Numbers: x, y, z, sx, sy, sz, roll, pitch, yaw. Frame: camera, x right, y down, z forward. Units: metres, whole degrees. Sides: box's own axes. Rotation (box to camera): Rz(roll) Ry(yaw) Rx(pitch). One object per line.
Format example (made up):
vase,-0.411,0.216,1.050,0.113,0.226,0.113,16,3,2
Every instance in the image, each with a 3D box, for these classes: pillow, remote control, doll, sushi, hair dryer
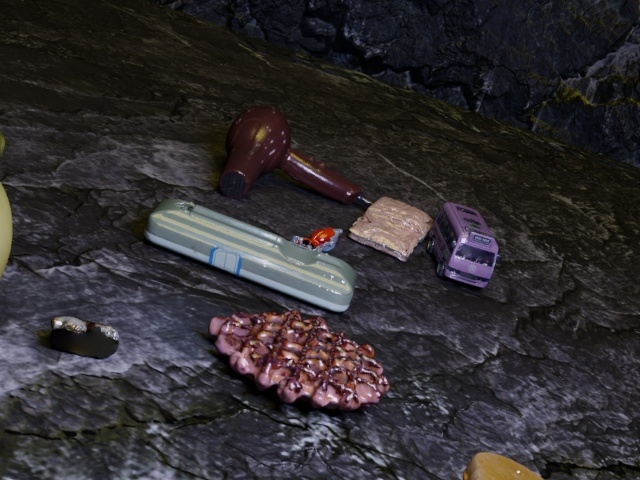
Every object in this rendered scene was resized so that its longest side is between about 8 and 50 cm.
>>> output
pillow,0.139,-0.028,2.116,0.126,0.043,0.232,24,26,12
remote control,-0.104,0.016,1.720,0.335,0.065,0.128,21,16,-2
doll,0.000,0.001,1.910,0.114,0.039,0.057,-19,9,-43
sushi,-0.281,0.108,1.318,0.083,0.044,0.046,17,20,-19
hair dryer,-0.035,-0.117,2.147,0.340,0.123,0.312,29,29,-10

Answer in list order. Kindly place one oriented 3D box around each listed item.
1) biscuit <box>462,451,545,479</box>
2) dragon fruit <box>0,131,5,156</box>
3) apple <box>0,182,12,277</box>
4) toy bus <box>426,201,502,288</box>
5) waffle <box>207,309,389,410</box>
biscuit,0.235,0.322,1.280,0.170,0.050,0.170,26,19,-10
dragon fruit,-0.532,-0.120,1.425,0.224,0.224,0.227,15,24,-17
apple,-0.451,-0.002,1.149,0.262,0.262,0.262,19,19,-7
toy bus,0.269,0.008,2.062,0.096,0.108,0.199,17,19,-11
waffle,-0.025,0.156,1.447,0.221,0.055,0.234,1,22,-41
